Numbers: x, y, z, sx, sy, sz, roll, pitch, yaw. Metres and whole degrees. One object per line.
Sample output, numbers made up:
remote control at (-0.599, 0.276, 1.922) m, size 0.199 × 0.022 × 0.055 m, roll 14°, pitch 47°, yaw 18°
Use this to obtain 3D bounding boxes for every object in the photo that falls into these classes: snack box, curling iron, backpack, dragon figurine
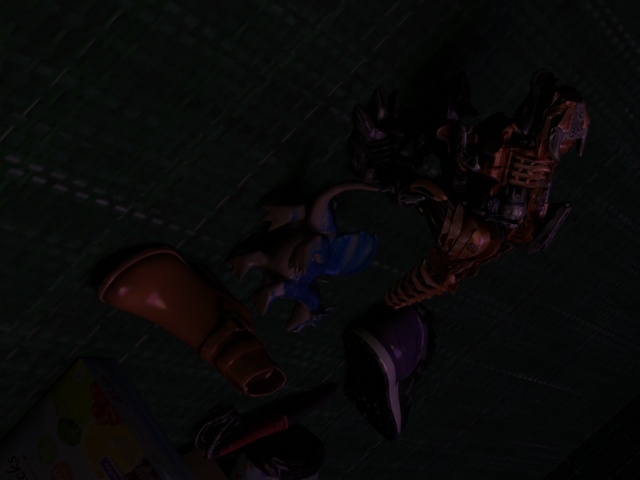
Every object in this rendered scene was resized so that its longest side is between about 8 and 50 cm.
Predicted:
snack box at (-0.249, 0.253, 1.471) m, size 0.207 × 0.174 × 0.070 m, roll -47°, pitch 154°, yaw 16°
curling iron at (-0.059, 0.228, 1.859) m, size 0.274 × 0.035 × 0.068 m, roll -10°, pitch 131°, yaw -50°
backpack at (-0.081, 0.342, 1.922) m, size 0.152 × 0.115 × 0.182 m, roll 5°, pitch 120°, yaw -50°
dragon figurine at (0.000, 0.000, 1.489) m, size 0.144 × 0.085 × 0.289 m, roll -17°, pitch 153°, yaw -44°

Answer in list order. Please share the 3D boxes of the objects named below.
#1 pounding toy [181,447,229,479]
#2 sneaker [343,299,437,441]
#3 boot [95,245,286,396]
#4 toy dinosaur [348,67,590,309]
pounding toy at (-0.234, 0.367, 1.790) m, size 0.206 × 0.094 × 0.181 m, roll -16°, pitch 147°, yaw -40°
sneaker at (0.111, 0.176, 1.944) m, size 0.124 × 0.107 × 0.283 m, roll -38°, pitch 157°, yaw -18°
boot at (-0.118, 0.084, 1.388) m, size 0.073 × 0.152 × 0.197 m, roll -48°, pitch 155°, yaw 19°
toy dinosaur at (0.139, -0.050, 1.440) m, size 0.322 × 0.218 × 0.164 m, roll -48°, pitch 155°, yaw 19°
